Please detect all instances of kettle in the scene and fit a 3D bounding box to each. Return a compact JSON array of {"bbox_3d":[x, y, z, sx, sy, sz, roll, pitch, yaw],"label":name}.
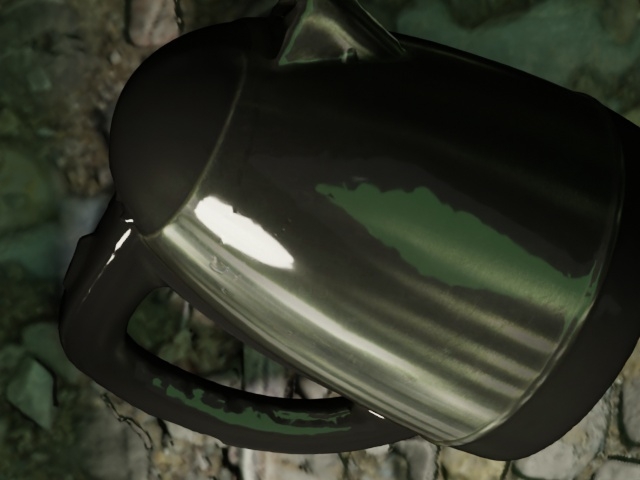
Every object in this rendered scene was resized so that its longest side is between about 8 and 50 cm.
[{"bbox_3d":[0.007,-0.016,0.912,0.271,0.251,0.207,24,61,-22],"label":"kettle"}]
